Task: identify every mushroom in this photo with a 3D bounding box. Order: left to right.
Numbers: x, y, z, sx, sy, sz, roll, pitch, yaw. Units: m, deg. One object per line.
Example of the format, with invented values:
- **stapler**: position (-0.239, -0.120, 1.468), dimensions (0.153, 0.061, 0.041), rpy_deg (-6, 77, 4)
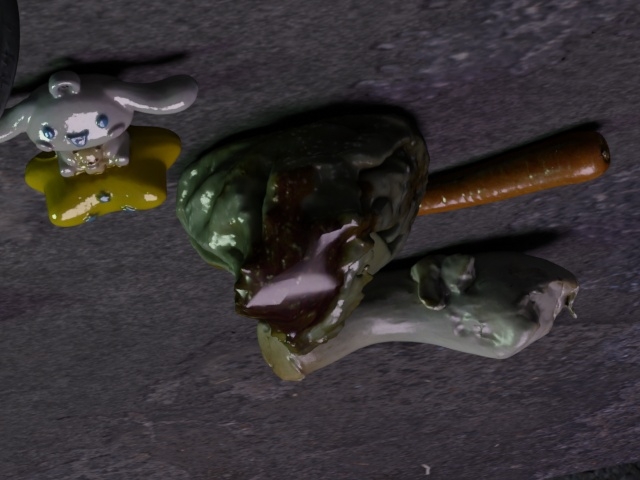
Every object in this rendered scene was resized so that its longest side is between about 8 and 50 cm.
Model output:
- **mushroom**: position (0.084, 0.063, 1.655), dimensions (0.278, 0.096, 0.099), rpy_deg (-6, 163, 0)

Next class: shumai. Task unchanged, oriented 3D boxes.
- **shumai**: position (0.005, 0.001, 1.307), dimensions (0.184, 0.142, 0.184), rpy_deg (-7, 162, -2)

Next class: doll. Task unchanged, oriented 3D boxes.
- **doll**: position (-0.130, -0.068, 1.152), dimensions (0.135, 0.071, 0.113), rpy_deg (-25, 141, 24)

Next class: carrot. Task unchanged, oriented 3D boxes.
- **carrot**: position (0.122, -0.042, 1.423), dimensions (0.190, 0.037, 0.037), rpy_deg (-16, 163, 24)

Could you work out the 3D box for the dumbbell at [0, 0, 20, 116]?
- **dumbbell**: position (-0.218, -0.123, 0.684), dimensions (0.179, 0.179, 0.406), rpy_deg (-10, 165, -1)
